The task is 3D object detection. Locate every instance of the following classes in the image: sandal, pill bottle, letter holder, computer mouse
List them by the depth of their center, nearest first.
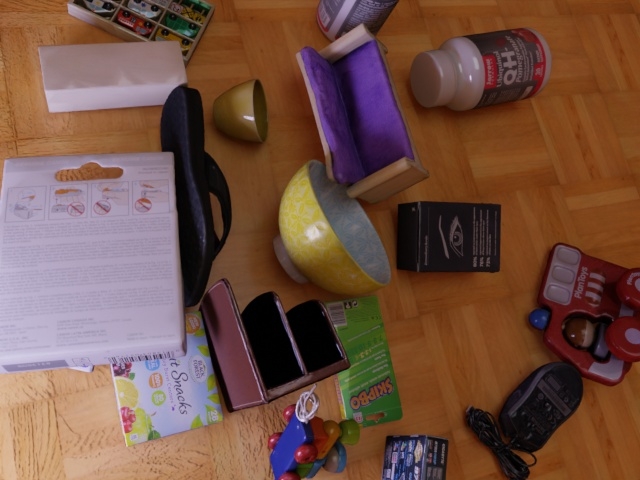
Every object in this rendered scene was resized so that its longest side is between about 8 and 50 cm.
[{"bbox_3d":[-0.101,0.167,1.112,0.152,0.302,0.214,-18,79,-23],"label":"letter holder"},{"bbox_3d":[-0.233,-0.093,1.235,0.107,0.167,0.445,6,70,-36],"label":"sandal"},{"bbox_3d":[0.452,0.368,1.374,0.272,0.072,0.188,-38,90,-13],"label":"computer mouse"},{"bbox_3d":[0.107,-0.581,1.434,0.161,0.283,0.161,6,72,-18],"label":"pill bottle"},{"bbox_3d":[0.384,-0.411,1.536,0.319,0.176,0.176,-15,79,-23],"label":"pill bottle"}]

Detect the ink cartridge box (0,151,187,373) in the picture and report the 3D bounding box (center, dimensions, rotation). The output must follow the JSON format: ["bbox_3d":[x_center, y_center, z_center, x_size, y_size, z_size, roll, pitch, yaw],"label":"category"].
[{"bbox_3d":[-0.403,0.027,1.117,0.308,0.091,0.385,-4,63,-10],"label":"ink cartridge box"}]

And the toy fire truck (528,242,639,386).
[{"bbox_3d":[0.622,0.170,1.459,0.254,0.169,0.302,20,65,14],"label":"toy fire truck"}]

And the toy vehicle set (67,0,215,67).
[{"bbox_3d":[-0.383,-0.503,1.376,0.267,0.035,0.166,23,67,-11],"label":"toy vehicle set"}]

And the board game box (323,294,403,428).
[{"bbox_3d":[0.084,0.248,1.298,0.124,0.039,0.259,-6,73,-20],"label":"board game box"}]

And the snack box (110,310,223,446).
[{"bbox_3d":[-0.285,0.249,1.150,0.174,0.070,0.207,-9,77,-21],"label":"snack box"}]

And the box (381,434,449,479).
[{"bbox_3d":[0.166,0.477,1.176,0.051,0.175,0.220,15,68,-15],"label":"box"}]

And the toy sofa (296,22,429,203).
[{"bbox_3d":[0.088,-0.274,1.344,0.177,0.150,0.362,19,52,-54],"label":"toy sofa"}]

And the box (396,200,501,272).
[{"bbox_3d":[0.280,-0.007,1.387,0.207,0.108,0.153,2,90,-18],"label":"box"}]

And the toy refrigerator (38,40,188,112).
[{"bbox_3d":[-0.415,-0.331,1.279,0.270,0.094,0.102,-10,75,-20],"label":"toy refrigerator"}]

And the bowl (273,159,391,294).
[{"bbox_3d":[0.000,0.000,1.265,0.156,0.289,0.289,-32,84,19],"label":"bowl"}]

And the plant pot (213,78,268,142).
[{"bbox_3d":[-0.171,-0.269,1.336,0.095,0.134,0.134,-3,72,9],"label":"plant pot"}]

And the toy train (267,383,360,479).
[{"bbox_3d":[0.010,0.344,1.140,0.143,0.248,0.105,7,37,-27],"label":"toy train"}]

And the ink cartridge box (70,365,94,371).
[{"bbox_3d":[-0.485,0.116,1.136,0.208,0.045,0.206,16,68,-12],"label":"ink cartridge box"}]
